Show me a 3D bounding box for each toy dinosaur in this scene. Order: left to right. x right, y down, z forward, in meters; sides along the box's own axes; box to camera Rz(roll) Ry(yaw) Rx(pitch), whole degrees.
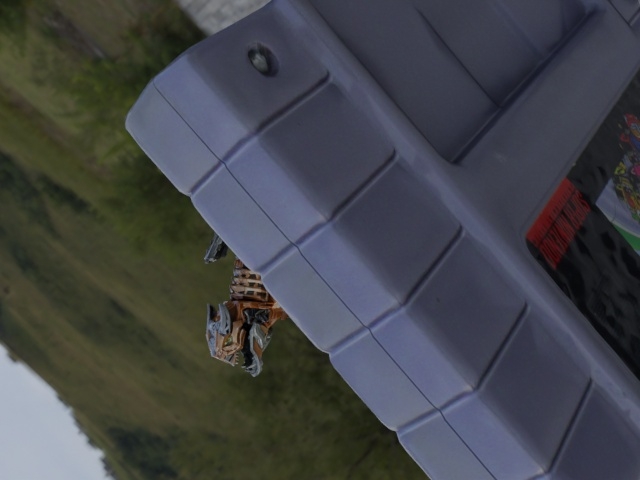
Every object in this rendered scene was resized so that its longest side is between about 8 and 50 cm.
[{"bbox_3d":[0.000,0.000,1.156,0.218,0.322,0.164,31,-175,-19],"label":"toy dinosaur"}]

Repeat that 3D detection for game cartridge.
[{"bbox_3d":[0.098,-0.046,0.491,0.230,0.068,0.355,46,-140,-1],"label":"game cartridge"}]
